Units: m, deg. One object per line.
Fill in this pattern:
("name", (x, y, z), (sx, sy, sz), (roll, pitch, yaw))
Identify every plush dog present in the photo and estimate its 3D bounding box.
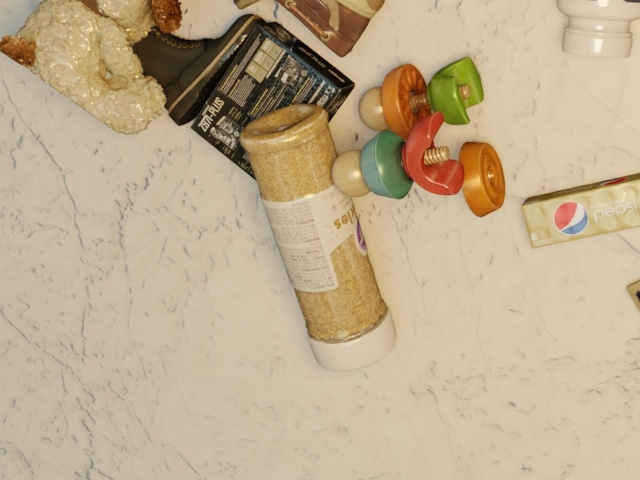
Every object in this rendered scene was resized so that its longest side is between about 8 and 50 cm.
("plush dog", (-0.306, -0.305, 1.579), (0.262, 0.210, 0.225), (36, 90, 34))

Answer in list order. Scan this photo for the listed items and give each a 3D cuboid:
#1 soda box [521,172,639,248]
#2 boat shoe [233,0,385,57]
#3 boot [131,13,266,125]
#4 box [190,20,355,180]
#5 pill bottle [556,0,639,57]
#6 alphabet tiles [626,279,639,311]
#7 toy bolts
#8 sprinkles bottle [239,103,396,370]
("soda box", (0.358, -0.041, 1.507), (0.181, 0.058, 0.061), (-12, 98, 22))
("boat shoe", (-0.085, -0.363, 1.550), (0.342, 0.123, 0.123), (32, 110, 2))
("boot", (-0.182, -0.275, 1.629), (0.198, 0.077, 0.137), (-44, 81, 21))
("box", (-0.066, -0.185, 1.604), (0.147, 0.077, 0.180), (38, 111, 6))
("pill bottle", (0.346, -0.320, 1.415), (0.112, 0.112, 0.186), (9, 105, 17))
("alphabet tiles", (0.578, 0.061, 1.460), (0.342, 0.011, 0.285), (-29, 97, 28))
("toy bolts", (0.119, -0.103, 1.495), (0.158, 0.228, 0.218), (-10, 111, 29))
("sprinkles bottle", (0.000, 0.000, 1.556), (0.121, 0.121, 0.355), (-9, 116, 20))
